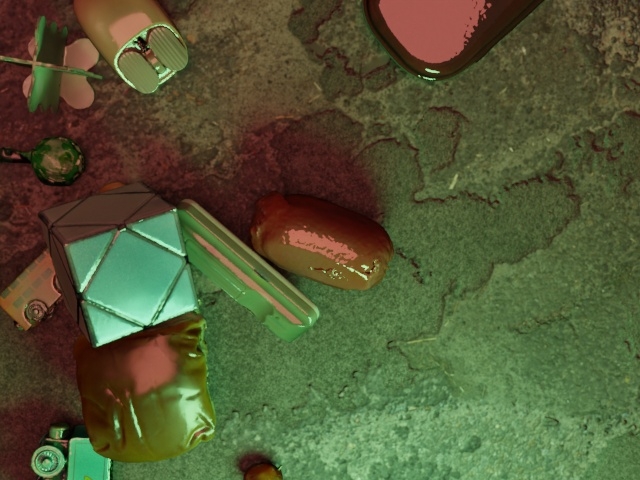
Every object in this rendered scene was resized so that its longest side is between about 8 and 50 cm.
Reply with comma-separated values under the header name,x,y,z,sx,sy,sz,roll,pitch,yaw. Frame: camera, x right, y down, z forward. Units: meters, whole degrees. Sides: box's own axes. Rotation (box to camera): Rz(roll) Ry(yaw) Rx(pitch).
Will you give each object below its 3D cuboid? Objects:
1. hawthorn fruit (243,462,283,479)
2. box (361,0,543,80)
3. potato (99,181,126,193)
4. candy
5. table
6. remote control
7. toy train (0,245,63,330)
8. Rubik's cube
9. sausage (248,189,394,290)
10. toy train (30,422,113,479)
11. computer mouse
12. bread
name,x,y,z,sx,sy,sz,roll,pitch,yaw
hawthorn fruit,-0.112,0.470,1.804,0.077,0.077,0.077,0,96,-2
box,0.270,-0.485,1.696,0.404,0.108,0.263,-41,96,3
potato,-0.379,-0.070,1.743,0.083,0.062,0.068,53,126,8
candy,-0.599,-0.160,1.726,0.323,0.097,0.097,6,96,5
table,-0.487,-0.309,1.645,0.166,0.198,0.167,0,96,-1
remote control,-0.157,0.063,1.730,0.335,0.128,0.065,40,50,-5
toy train,-0.525,0.088,1.748,0.188,0.072,0.099,-44,96,3
Rubik's cube,-0.357,0.034,1.632,0.205,0.207,0.205,-19,114,-21
sausage,0.000,0.000,1.717,0.279,0.152,0.152,22,95,-3
toy train,-0.477,0.449,1.773,0.154,0.107,0.198,4,95,-10
computer mouse,-0.352,-0.391,1.701,0.145,0.082,0.236,-36,95,1
bread,-0.314,0.253,1.696,0.250,0.225,0.279,-10,100,0
